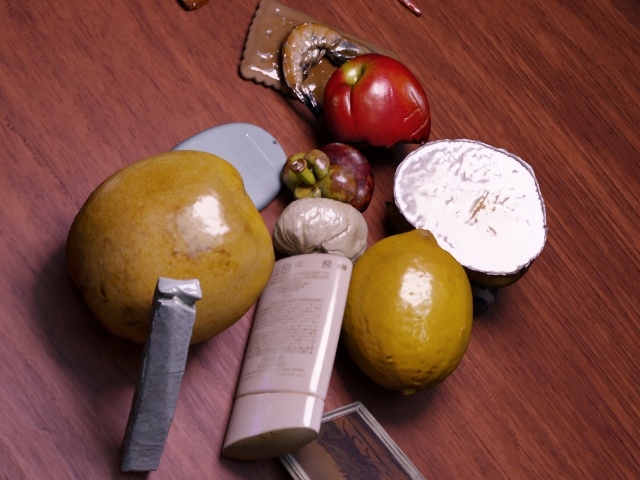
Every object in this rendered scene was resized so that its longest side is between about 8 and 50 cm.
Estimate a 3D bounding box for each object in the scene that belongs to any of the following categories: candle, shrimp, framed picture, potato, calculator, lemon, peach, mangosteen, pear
[{"bbox_3d":[0.159,-0.552,2.164,0.167,0.021,0.026,41,29,1],"label":"candle"},{"bbox_3d":[0.042,-0.315,1.927,0.262,0.051,0.198,16,70,-21],"label":"shrimp"},{"bbox_3d":[0.052,0.361,1.564,0.197,0.014,0.252,-14,41,-30],"label":"framed picture"},{"bbox_3d":[0.281,-0.042,1.835,0.300,0.196,0.246,40,82,16],"label":"potato"},{"bbox_3d":[-0.180,-0.114,1.761,0.295,0.042,0.184,-36,83,-36],"label":"calculator"},{"bbox_3d":[0.146,0.124,1.677,0.236,0.236,0.263,29,52,-9],"label":"lemon"},{"bbox_3d":[0.111,-0.233,1.842,0.226,0.190,0.196,52,14,-39],"label":"peach"},{"bbox_3d":[0.010,-0.096,1.772,0.181,0.156,0.145,-27,107,-54],"label":"mangosteen"},{"bbox_3d":[-0.228,0.016,1.519,0.315,0.314,0.314,11,61,-20],"label":"pear"}]

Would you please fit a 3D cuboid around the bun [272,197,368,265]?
[{"bbox_3d":[0.000,0.000,1.712,0.164,0.188,0.111,-3,67,11],"label":"bun"}]

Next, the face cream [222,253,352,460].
[{"bbox_3d":[-0.050,0.187,1.599,0.081,0.174,0.348,45,46,-42],"label":"face cream"}]

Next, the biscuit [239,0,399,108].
[{"bbox_3d":[0.005,-0.357,1.977,0.325,0.044,0.217,22,59,-14],"label":"biscuit"}]

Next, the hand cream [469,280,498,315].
[{"bbox_3d":[0.337,0.022,1.915,0.058,0.091,0.271,15,58,13],"label":"hand cream"}]

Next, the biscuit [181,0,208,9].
[{"bbox_3d":[-0.269,-0.550,1.957,0.126,0.025,0.206,-22,76,-32],"label":"biscuit"}]

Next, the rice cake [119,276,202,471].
[{"bbox_3d":[-0.233,0.197,1.415,0.066,0.336,0.063,6,30,-21],"label":"rice cake"}]
